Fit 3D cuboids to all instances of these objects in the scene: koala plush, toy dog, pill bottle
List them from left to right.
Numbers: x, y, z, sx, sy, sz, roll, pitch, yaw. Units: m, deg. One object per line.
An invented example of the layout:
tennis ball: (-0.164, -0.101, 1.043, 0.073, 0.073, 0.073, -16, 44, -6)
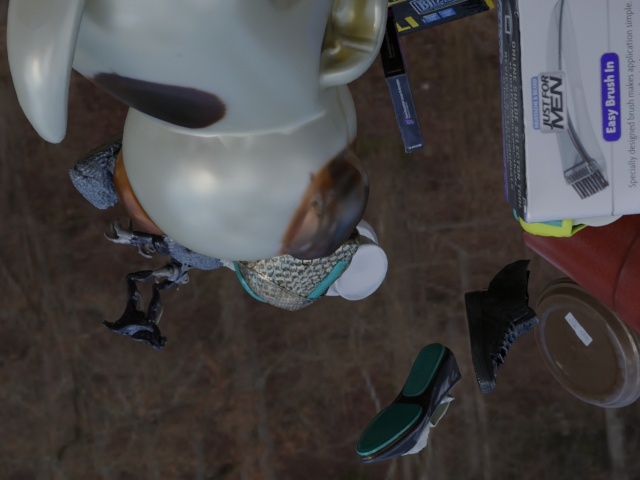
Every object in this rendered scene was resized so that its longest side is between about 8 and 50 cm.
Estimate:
koala plush: (-0.170, -0.056, 1.495, 0.203, 0.221, 0.196, -40, -158, -30)
toy dog: (-0.072, -0.155, 0.908, 0.284, 0.408, 0.395, 1, -129, 12)
pill bottle: (0.000, 0.000, 1.578, 0.117, 0.117, 0.215, -13, -150, -29)

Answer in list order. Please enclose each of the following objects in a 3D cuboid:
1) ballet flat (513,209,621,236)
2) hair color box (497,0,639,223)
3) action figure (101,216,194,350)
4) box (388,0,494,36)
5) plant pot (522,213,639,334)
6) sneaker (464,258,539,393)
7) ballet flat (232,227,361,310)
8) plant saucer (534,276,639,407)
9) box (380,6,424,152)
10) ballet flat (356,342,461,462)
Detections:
ballet flat: (0.291, -0.053, 1.132, 0.231, 0.077, 0.077, -22, -152, -35)
hair color box: (0.316, -0.124, 0.898, 0.338, 0.185, 0.110, -4, -167, 0)
action figure: (-0.236, 0.011, 1.675, 0.141, 0.276, 0.164, 20, 173, 25)
box: (0.048, -0.340, 1.538, 0.322, 0.079, 0.257, -14, 169, 19)
plant pot: (0.478, -0.013, 1.772, 0.272, 0.272, 0.265, -17, -140, -41)
sneaker: (0.225, 0.103, 1.390, 0.089, 0.051, 0.170, -10, -130, 9)
ballet flat: (-0.068, -0.165, 1.245, 0.164, 0.483, 0.182, -1, 151, -44)
plant saucer: (0.511, 0.204, 2.209, 0.041, 0.278, 0.278, -25, -162, -29)
box: (0.098, -0.202, 1.424, 0.029, 0.116, 0.162, -13, -139, 9)
ballet flat: (0.116, 0.213, 1.388, 0.074, 0.074, 0.203, 1, -142, 38)
